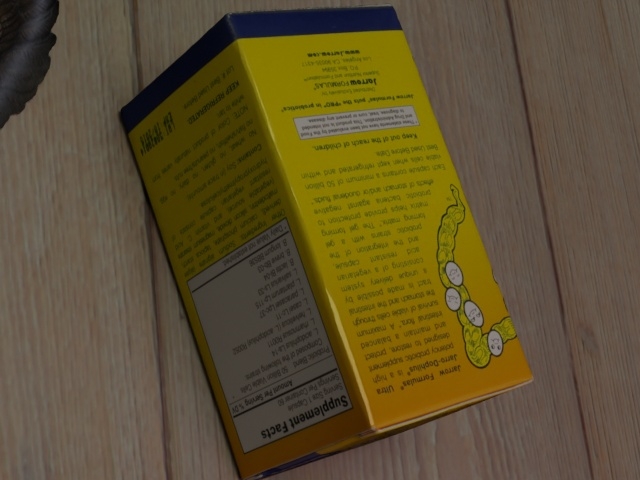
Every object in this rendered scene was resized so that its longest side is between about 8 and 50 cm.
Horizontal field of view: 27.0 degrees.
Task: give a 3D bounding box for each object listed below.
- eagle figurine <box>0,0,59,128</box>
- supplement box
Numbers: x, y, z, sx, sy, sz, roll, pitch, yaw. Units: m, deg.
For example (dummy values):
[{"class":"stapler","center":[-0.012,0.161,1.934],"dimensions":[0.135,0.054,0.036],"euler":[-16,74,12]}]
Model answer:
[{"class":"eagle figurine","center":[-0.319,-0.149,1.016],"dimensions":[0.298,0.225,0.226],"euler":[-102,-179,-54]},{"class":"supplement box","center":[0.000,0.000,1.156],"dimensions":[0.195,0.194,0.356],"euler":[-11,77,-40]}]
